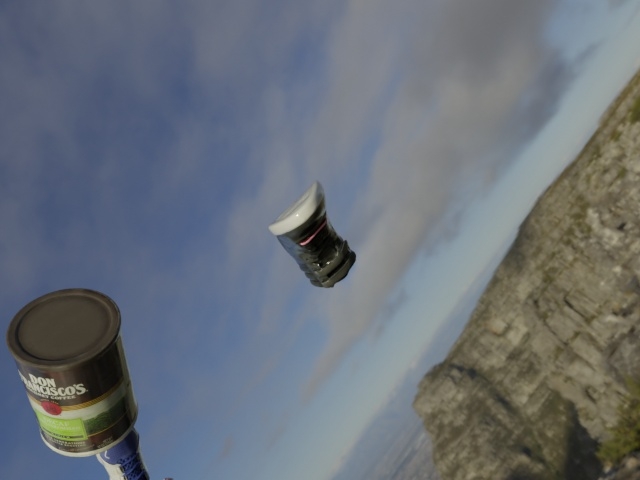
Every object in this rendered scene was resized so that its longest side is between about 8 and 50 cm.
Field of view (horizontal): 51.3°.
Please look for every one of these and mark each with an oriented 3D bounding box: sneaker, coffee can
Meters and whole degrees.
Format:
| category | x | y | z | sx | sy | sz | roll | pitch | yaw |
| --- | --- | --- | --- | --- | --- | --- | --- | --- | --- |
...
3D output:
| category | x | y | z | sx | sy | sz | roll | pitch | yaw |
| --- | --- | --- | --- | --- | --- | --- | --- | --- | --- |
| sneaker | 0.000 | 0.000 | 1.041 | 0.104 | 0.147 | 0.296 | -43 | 1 | -7 |
| sneaker | -0.487 | 0.644 | 1.767 | 0.127 | 0.182 | 0.315 | -24 | -54 | -43 |
| coffee can | -0.476 | 0.261 | 1.311 | 0.201 | 0.202 | 0.275 | -42 | -33 | -41 |

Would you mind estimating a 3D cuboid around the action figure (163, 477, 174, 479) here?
| category | x | y | z | sx | sy | sz | roll | pitch | yaw |
| --- | --- | --- | --- | --- | --- | --- | --- | --- | --- |
| action figure | -0.462 | 0.890 | 2.019 | 0.370 | 0.248 | 0.275 | -1 | -47 | -34 |
